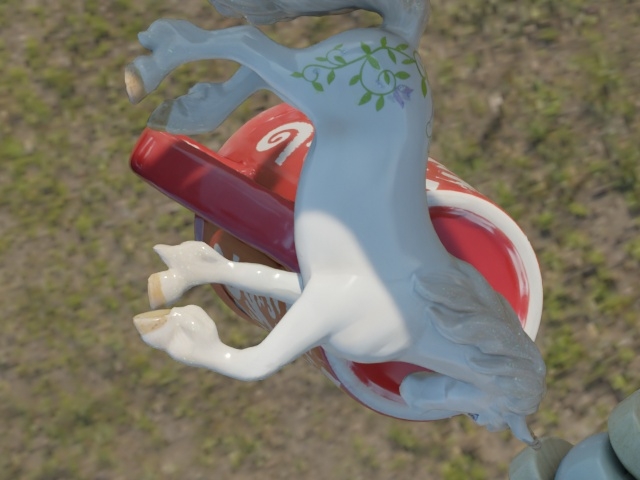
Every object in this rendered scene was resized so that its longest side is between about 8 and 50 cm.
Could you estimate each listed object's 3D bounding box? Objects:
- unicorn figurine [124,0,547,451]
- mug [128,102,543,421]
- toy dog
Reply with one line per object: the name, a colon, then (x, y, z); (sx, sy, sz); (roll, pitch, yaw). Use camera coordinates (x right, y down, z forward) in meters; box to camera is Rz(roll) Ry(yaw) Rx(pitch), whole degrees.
unicorn figurine: (0.006, -0.001, 0.484); (0.111, 0.060, 0.162); (-1, 110, 4)
mug: (0.002, 0.009, 0.737); (0.169, 0.150, 0.113); (-141, 49, -69)
toy dog: (0.305, 0.274, 1.477); (0.334, 0.161, 0.220); (27, 132, 5)
